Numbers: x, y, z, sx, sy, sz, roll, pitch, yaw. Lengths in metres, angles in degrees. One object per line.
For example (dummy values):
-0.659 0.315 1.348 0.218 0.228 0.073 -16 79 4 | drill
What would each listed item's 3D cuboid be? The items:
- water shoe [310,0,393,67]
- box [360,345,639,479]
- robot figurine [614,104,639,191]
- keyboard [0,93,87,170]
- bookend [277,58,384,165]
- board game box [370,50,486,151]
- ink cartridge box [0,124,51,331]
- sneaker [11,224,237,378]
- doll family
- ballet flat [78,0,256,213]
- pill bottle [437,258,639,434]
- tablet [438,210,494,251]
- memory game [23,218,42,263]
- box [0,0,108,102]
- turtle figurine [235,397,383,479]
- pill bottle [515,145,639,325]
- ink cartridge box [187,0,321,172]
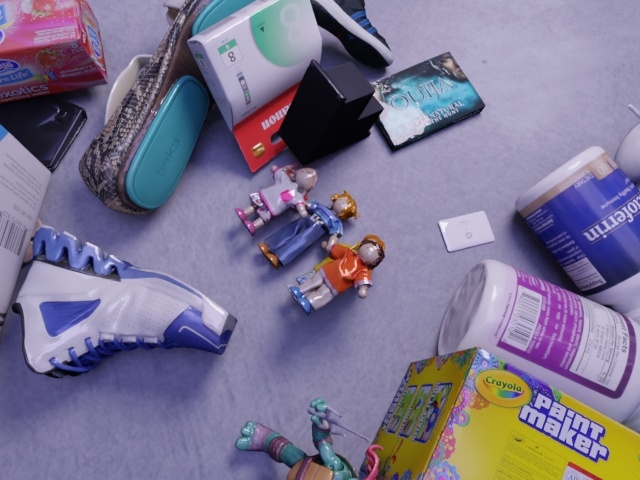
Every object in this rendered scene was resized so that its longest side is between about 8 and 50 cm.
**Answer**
0.061 -0.364 0.856 0.203 0.073 0.080 26 82 -40 | water shoe
0.231 0.283 0.615 0.290 0.279 0.177 29 73 3 | box
0.603 -0.073 0.801 0.300 0.200 0.353 -12 69 -51 | robot figurine
-0.528 -0.248 0.837 0.317 0.033 0.201 23 78 1 | keyboard
0.035 -0.209 0.790 0.156 0.157 0.072 -30 78 -33 | bookend
0.176 -0.245 0.904 0.186 0.026 0.126 -26 78 -12 | board game box
-0.504 0.031 0.605 0.166 0.285 0.394 8 73 -2 | ink cartridge box
-0.283 0.118 0.708 0.316 0.127 0.182 21 76 8 | sneaker
0.000 0.000 0.783 0.163 0.118 0.263 -34 61 -8 | doll family
-0.212 -0.268 0.801 0.182 0.164 0.482 27 80 27 | ballet flat
0.334 0.157 0.722 0.302 0.169 0.169 24 72 2 | pill bottle
0.239 -0.016 0.851 0.083 0.006 0.054 -13 75 -9 | tablet
-0.511 -0.005 0.772 0.186 0.012 0.186 2 73 -6 | memory game
-0.469 -0.292 0.769 0.257 0.128 0.122 -12 78 -7 | box
-0.020 0.289 0.620 0.118 0.234 0.175 40 57 -28 | turtle figurine
0.437 0.002 0.788 0.153 0.153 0.264 -32 79 -14 | pill bottle
-0.068 -0.234 0.777 0.181 0.224 0.056 -40 40 -20 | ink cartridge box
